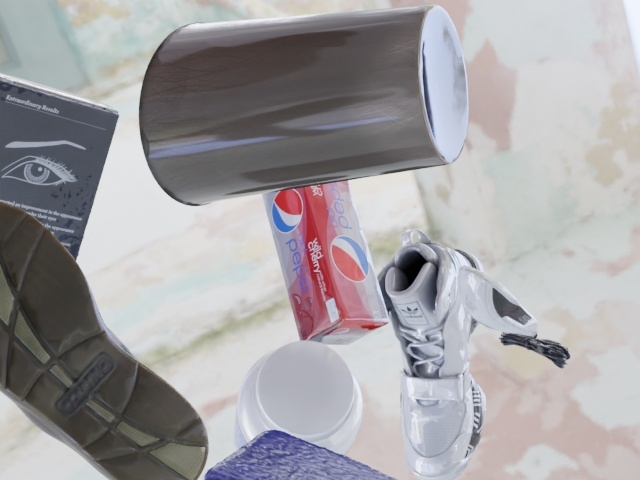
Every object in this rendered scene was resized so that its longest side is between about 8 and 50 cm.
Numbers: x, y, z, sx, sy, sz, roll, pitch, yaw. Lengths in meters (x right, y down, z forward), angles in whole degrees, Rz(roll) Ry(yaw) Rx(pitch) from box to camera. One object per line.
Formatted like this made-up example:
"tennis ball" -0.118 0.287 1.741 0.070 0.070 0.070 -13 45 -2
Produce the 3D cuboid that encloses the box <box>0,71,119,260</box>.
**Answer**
"box" -0.347 -0.081 1.279 0.153 0.207 0.108 15 -174 -34

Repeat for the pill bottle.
"pill bottle" -0.028 0.216 1.340 0.152 0.152 0.272 -25 163 -15

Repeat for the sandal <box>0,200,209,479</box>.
"sandal" -0.158 0.073 0.685 0.090 0.219 0.060 -48 -169 -20

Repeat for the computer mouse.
"computer mouse" 0.207 0.090 1.246 0.106 0.193 0.042 28 -99 49

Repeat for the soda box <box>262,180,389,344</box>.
"soda box" 0.000 0.000 1.413 0.092 0.263 0.083 5 152 -43

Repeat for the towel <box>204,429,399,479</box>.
"towel" 0.049 0.280 1.010 0.308 0.076 0.227 22 -172 14

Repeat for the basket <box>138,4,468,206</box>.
"basket" -0.004 -0.117 0.911 0.227 0.154 0.204 -3 -156 25

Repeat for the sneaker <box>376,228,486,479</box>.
"sneaker" 0.151 0.164 1.610 0.137 0.210 0.366 -3 -110 30
